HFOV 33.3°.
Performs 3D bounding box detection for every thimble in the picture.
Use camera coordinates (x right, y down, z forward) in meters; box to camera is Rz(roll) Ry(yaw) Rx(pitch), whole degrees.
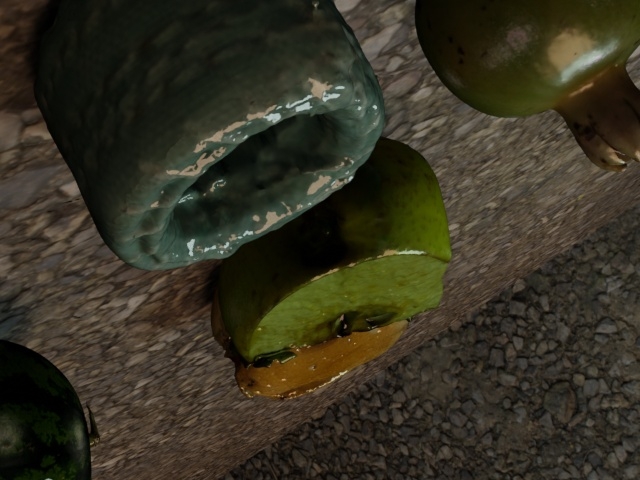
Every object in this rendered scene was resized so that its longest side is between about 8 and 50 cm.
[{"bbox_3d":[-0.065,-0.092,0.669,0.198,0.143,0.235,-19,163,-37],"label":"thimble"}]

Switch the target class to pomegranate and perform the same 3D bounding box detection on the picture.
[{"bbox_3d":[0.172,-0.159,0.766,0.179,0.210,0.179,-37,150,-26],"label":"pomegranate"}]

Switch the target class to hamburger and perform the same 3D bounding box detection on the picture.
[{"bbox_3d":[-0.021,0.084,1.303,0.244,0.163,0.244,-22,158,-10],"label":"hamburger"}]

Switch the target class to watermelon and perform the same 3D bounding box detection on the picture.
[{"bbox_3d":[-0.337,0.217,1.002,0.269,0.269,0.269,-27,165,-8],"label":"watermelon"}]

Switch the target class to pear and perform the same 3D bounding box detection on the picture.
[{"bbox_3d":[0.000,0.000,1.076,0.238,0.164,0.255,-17,158,-6],"label":"pear"}]
